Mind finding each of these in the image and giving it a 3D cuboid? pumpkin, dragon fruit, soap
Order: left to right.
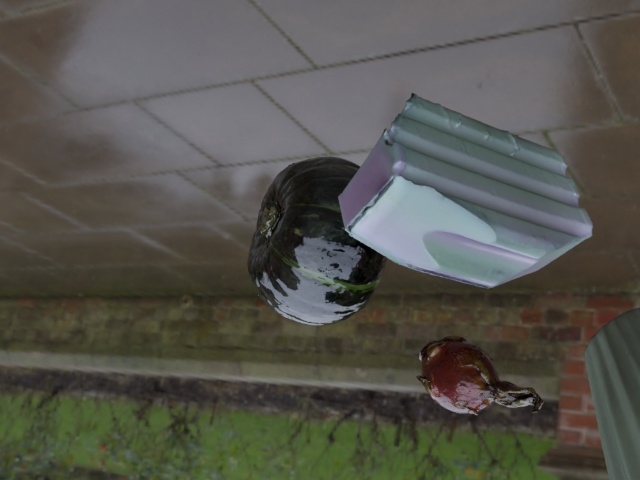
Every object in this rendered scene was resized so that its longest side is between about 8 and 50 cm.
[{"bbox_3d":[0.000,0.000,1.605,0.241,0.323,0.323,15,161,-14],"label":"pumpkin"},{"bbox_3d":[0.240,-0.069,1.401,0.446,0.261,0.156,14,139,-34],"label":"soap"},{"bbox_3d":[0.260,0.231,1.402,0.246,0.125,0.125,16,150,43],"label":"dragon fruit"}]

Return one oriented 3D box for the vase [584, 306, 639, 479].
[{"bbox_3d":[0.233,0.147,0.506,0.128,0.248,0.128,-6,134,-7],"label":"vase"}]
